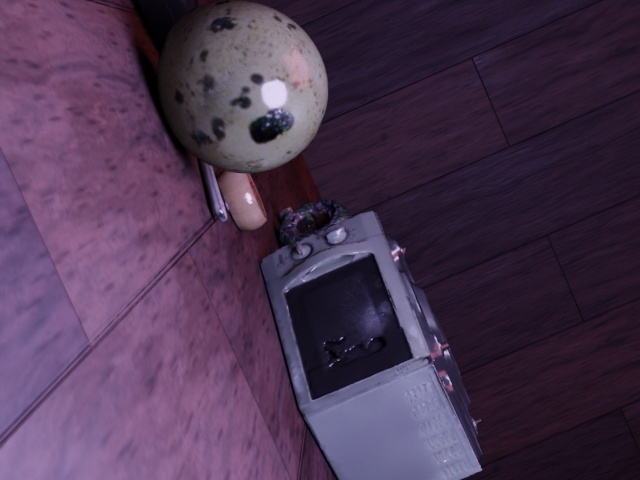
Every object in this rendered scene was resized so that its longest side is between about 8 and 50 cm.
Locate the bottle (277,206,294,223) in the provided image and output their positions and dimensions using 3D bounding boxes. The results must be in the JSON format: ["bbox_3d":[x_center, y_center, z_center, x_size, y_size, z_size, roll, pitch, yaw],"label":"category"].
[{"bbox_3d":[-0.041,-0.012,2.378,0.030,0.030,0.083,-17,83,-86],"label":"bottle"}]

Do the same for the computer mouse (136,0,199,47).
[{"bbox_3d":[-0.188,-0.304,1.764,0.217,0.073,0.122,65,4,-47],"label":"computer mouse"}]

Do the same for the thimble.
[{"bbox_3d":[0.002,0.000,2.229,0.135,0.118,0.090,-108,174,-64],"label":"thimble"}]

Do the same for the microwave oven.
[{"bbox_3d":[0.065,0.142,1.789,0.295,0.181,0.237,-109,173,-54],"label":"microwave oven"}]

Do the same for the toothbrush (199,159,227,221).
[{"bbox_3d":[-0.131,-0.111,1.723,0.304,0.030,0.030,-108,173,-55],"label":"toothbrush"}]

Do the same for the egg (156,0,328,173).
[{"bbox_3d":[-0.089,-0.170,1.577,0.228,0.177,0.177,49,-11,50],"label":"egg"}]

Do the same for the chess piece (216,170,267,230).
[{"bbox_3d":[-0.095,-0.052,1.802,0.083,0.038,0.084,-25,90,-85],"label":"chess piece"}]
